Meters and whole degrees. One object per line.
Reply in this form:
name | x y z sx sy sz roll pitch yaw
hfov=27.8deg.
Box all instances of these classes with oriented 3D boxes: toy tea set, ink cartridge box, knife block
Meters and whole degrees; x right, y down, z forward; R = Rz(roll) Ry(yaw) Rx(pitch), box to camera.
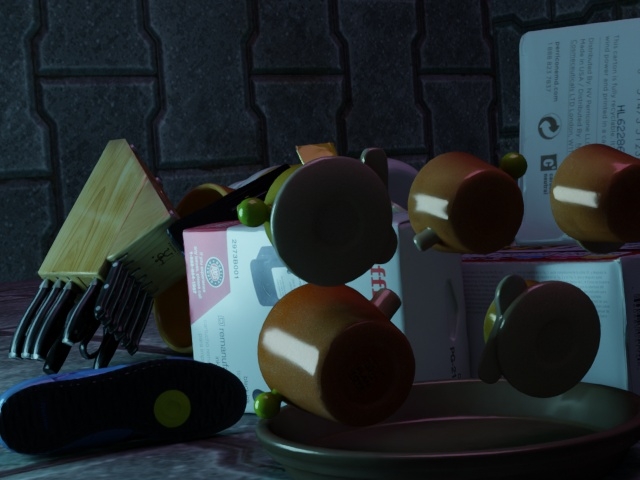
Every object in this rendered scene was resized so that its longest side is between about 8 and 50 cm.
toy tea set | 0.092 0.019 0.938 0.336 0.200 0.124 -5 12 -23
ink cartridge box | 0.228 0.068 1.222 0.309 0.130 0.272 -1 3 45
knife block | -0.271 0.031 1.523 0.242 0.088 0.275 -34 41 -2
ink cartridge box | 0.003 0.065 1.155 0.237 0.171 0.100 -2 5 35

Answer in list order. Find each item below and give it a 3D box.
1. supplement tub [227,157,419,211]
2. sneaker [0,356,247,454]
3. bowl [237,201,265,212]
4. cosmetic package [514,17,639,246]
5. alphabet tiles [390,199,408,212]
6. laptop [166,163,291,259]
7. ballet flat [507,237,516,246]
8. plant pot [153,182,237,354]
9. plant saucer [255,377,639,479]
supplement tub | 0.000 0.000 1.874 0.228 0.228 0.316 -7 4 -43
sneaker | -0.168 0.134 1.076 0.209 0.069 0.082 -5 -1 -17
bowl | -0.009 0.018 1.320 0.170 0.080 0.170 11 11 -2
cosmetic package | 0.521 -0.122 1.922 0.328 0.329 0.394 -3 -10 35
alphabet tiles | 0.106 0.015 1.544 0.198 0.009 0.237 34 -15 17
laptop | 0.009 0.026 1.423 0.136 0.264 0.234 -38 -3 39
ballet flat | 0.377 0.029 2.208 0.342 0.116 0.124 -2 20 -39
plant pot | -0.076 0.048 1.587 0.188 0.205 0.205 12 -7 -33
plant saucer | 0.093 0.138 0.915 0.278 0.041 0.278 -4 2 0
